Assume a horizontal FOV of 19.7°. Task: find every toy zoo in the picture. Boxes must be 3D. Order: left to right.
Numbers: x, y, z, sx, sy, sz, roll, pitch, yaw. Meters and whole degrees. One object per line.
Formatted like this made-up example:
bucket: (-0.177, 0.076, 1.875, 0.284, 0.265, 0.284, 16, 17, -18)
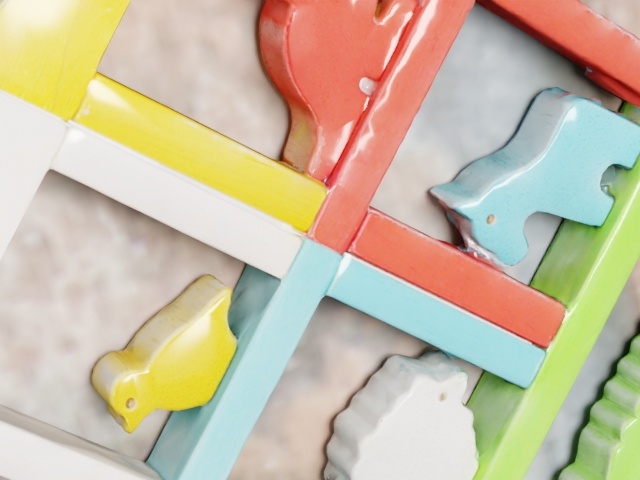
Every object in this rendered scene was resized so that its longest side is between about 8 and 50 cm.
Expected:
toy zoo: (0.000, 0.000, 0.526, 0.293, 0.030, 0.192, 27, 93, -26)
